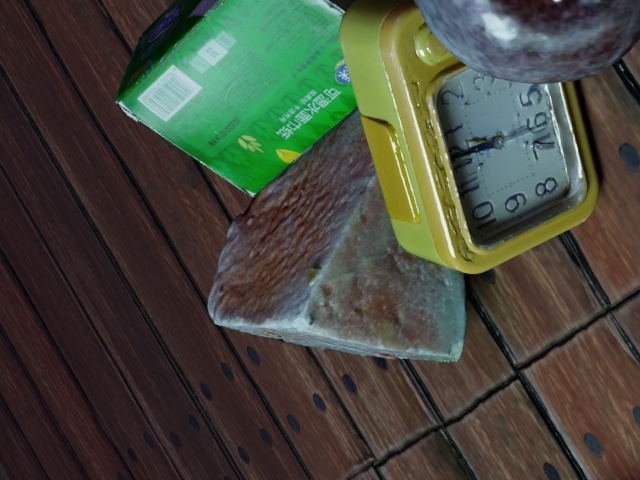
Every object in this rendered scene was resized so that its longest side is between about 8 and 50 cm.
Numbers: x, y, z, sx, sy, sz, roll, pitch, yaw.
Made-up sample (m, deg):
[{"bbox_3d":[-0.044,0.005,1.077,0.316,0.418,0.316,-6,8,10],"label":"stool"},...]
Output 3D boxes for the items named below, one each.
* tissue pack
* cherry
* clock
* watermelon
[{"bbox_3d":[-0.030,-0.167,1.479,0.148,0.156,0.209,35,132,-18],"label":"tissue pack"},{"bbox_3d":[0.131,-0.199,1.181,0.195,0.195,0.195,41,146,36],"label":"cherry"},{"bbox_3d":[0.107,-0.091,1.351,0.096,0.143,0.202,18,130,57],"label":"clock"},{"bbox_3d":[0.000,0.000,1.562,0.213,0.201,0.261,7,112,57],"label":"watermelon"}]
